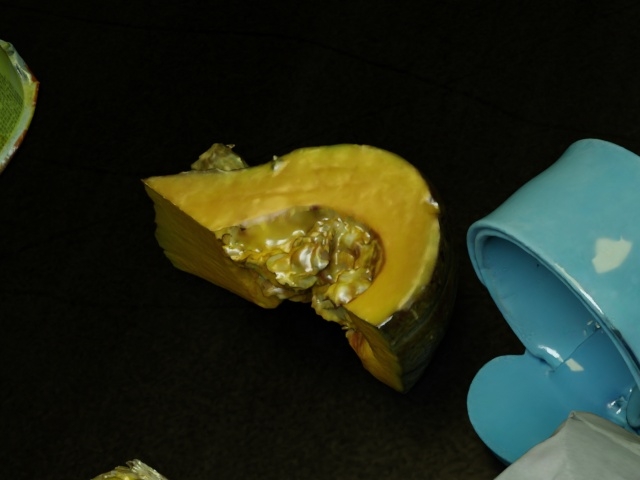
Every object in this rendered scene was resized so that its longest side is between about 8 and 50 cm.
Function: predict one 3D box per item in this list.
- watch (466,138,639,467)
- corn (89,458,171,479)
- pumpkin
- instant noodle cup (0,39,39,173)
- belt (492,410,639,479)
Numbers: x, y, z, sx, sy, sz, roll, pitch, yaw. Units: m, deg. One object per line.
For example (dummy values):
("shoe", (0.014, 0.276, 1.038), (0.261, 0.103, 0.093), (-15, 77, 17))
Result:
("watch", (0.184, 0.044, 0.802), (0.211, 0.193, 0.211), (-10, 51, 12))
("corn", (-0.178, 0.263, 0.810), (0.106, 0.106, 0.293), (30, 71, 33))
("pumpkin", (-0.002, -0.004, 0.944), (0.248, 0.131, 0.126), (28, 74, 27))
("instant noodle cup", (-0.400, -0.148, 1.129), (0.264, 0.200, 0.264), (-9, 52, 12))
("belt", (0.087, 0.243, 0.663), (0.117, 0.212, 0.347), (29, 59, 34))
